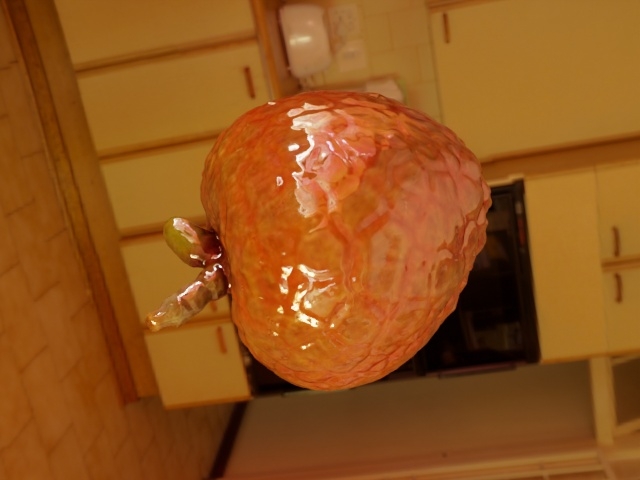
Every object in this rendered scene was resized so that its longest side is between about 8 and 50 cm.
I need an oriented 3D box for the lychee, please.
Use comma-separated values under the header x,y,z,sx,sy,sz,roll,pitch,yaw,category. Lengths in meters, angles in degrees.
x,y,z,sx,sy,sz,roll,pitch,yaw,category
0.000,0.000,0.620,0.255,0.300,0.255,-23,90,-88,lychee
